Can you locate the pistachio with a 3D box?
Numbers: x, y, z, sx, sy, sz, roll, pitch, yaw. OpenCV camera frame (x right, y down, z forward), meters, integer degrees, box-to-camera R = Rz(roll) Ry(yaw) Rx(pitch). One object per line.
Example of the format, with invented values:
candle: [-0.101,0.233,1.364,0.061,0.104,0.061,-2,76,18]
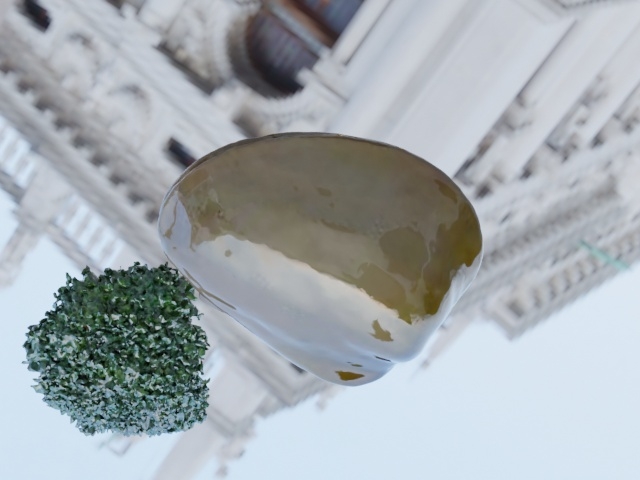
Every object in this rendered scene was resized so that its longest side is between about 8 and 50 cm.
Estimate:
pistachio: [0.000,0.000,1.300,0.260,0.213,0.163,28,-164,-17]

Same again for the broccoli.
broccoli: [-0.187,0.094,1.547,0.220,0.194,0.194,53,-157,-23]
